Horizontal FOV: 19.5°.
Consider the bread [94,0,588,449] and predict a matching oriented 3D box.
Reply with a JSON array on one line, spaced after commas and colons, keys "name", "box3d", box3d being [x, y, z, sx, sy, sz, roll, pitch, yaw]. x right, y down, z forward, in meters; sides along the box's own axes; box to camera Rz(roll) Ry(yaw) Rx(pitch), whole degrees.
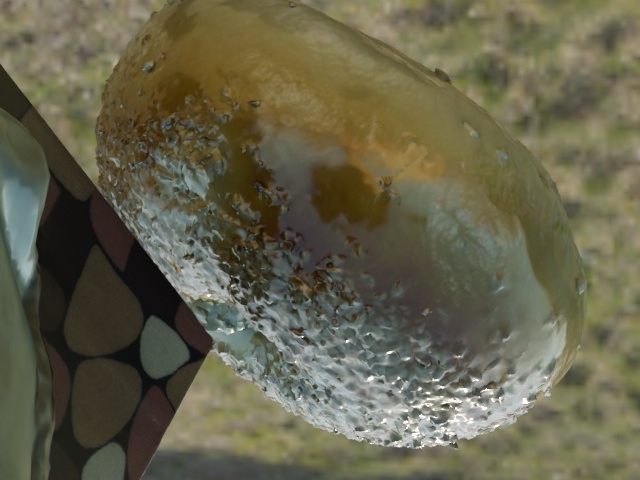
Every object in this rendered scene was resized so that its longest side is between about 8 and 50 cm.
[{"name": "bread", "box3d": [0.000, 0.000, 1.030, 0.305, 0.159, 0.305, 35, 162, 13]}]

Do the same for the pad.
[{"name": "pad", "box3d": [-0.141, 0.019, 0.862, 0.003, 0.158, 0.235, -13, 124, 36]}]

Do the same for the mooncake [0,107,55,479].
[{"name": "mooncake", "box3d": [-0.167, 0.080, 0.490, 0.254, 0.250, 0.136, -3, 178, 40]}]
